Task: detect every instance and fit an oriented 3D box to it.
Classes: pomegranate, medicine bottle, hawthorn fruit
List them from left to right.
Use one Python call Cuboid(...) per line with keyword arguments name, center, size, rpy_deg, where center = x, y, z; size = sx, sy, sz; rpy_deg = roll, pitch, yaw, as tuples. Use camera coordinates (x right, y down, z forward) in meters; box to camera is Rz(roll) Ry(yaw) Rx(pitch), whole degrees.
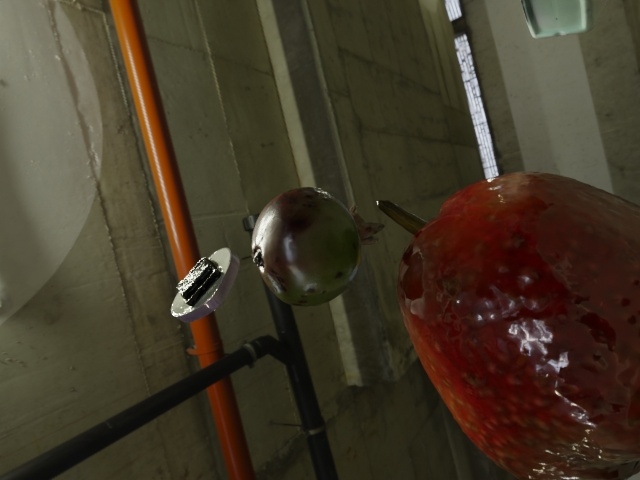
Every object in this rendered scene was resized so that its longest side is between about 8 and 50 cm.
Cuboid(name="pomegranate", center=(-0.002, -0.006, 0.450), size=(0.159, 0.129, 0.129), rpy_deg=(-47, -60, -25))
Cuboid(name="hawthorn fruit", center=(0.202, 0.063, 0.433), size=(0.369, 0.285, 0.284), rpy_deg=(37, -150, 18))
Cuboid(name="medicine bottle", center=(0.216, -0.239, 0.339), size=(0.074, 0.055, 0.118), rpy_deg=(43, -106, -39))

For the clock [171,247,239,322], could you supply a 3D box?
Cuboid(name="clock", center=(-0.270, 0.101, 0.940), size=(0.198, 0.172, 0.064), rpy_deg=(-50, -60, -7))
